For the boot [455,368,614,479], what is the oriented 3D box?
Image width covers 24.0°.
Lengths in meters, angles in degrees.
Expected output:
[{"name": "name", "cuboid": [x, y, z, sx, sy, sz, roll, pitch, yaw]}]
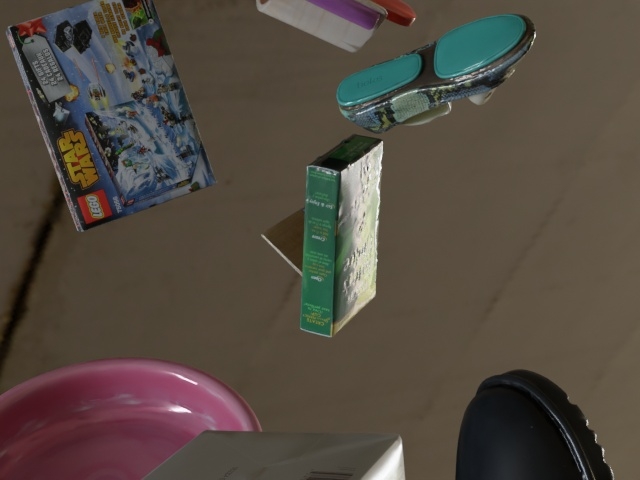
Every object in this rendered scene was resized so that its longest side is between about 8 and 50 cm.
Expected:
[{"name": "boot", "cuboid": [0.060, 0.203, 0.766, 0.207, 0.246, 0.094, -10, -4, -32]}]

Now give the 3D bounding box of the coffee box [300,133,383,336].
[{"name": "coffee box", "cuboid": [0.023, -0.006, 1.541, 0.113, 0.040, 0.184, -38, -44, -56]}]

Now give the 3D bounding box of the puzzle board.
[{"name": "puzzle board", "cuboid": [0.000, 0.000, 1.879, 0.128, 0.096, 0.011, -33, -19, -42]}]

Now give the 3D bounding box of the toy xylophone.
[{"name": "toy xylophone", "cuboid": [-0.030, -0.325, 1.661, 0.236, 0.323, 0.081, 17, -55, -27]}]

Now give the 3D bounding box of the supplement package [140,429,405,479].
[{"name": "supplement package", "cuboid": [-0.036, 0.245, 0.944, 0.149, 0.203, 0.194, -1, 11, 21]}]

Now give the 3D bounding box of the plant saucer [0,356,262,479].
[{"name": "plant saucer", "cuboid": [-0.217, 0.253, 1.534, 0.332, 0.332, 0.084, -20, -52, -20]}]

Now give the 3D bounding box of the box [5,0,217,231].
[{"name": "box", "cuboid": [-0.133, -0.085, 0.963, 0.094, 0.137, 0.027, -20, 7, -15]}]

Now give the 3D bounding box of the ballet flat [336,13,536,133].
[{"name": "ballet flat", "cuboid": [0.104, -0.133, 1.240, 0.188, 0.070, 0.070, -14, -18, 34]}]
